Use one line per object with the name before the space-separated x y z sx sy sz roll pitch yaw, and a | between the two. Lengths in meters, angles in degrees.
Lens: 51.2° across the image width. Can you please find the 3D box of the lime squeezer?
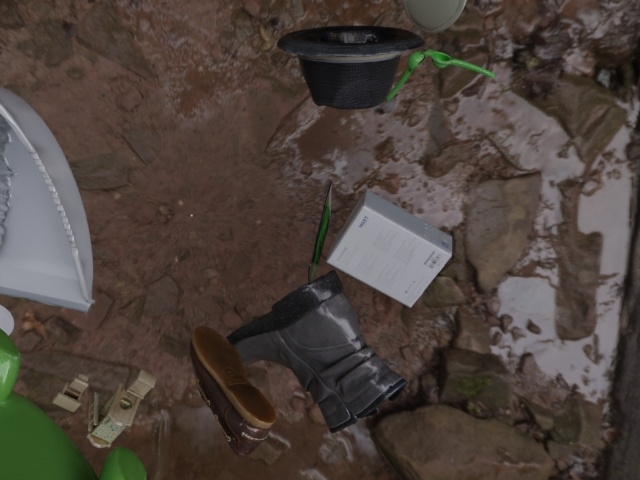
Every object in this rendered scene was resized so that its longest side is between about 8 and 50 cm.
lime squeezer | 0.292 -0.445 1.740 0.059 0.311 0.109 -22 104 -54

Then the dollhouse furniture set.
dollhouse furniture set | -0.485 0.351 1.471 0.161 0.101 0.182 33 122 -19

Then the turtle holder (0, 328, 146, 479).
turtle holder | -0.243 0.218 0.407 0.320 0.243 0.227 35 99 -2

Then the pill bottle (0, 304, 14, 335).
pill bottle | -0.652 0.195 1.248 0.108 0.108 0.180 42 119 -10

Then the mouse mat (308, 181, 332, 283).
mouse mat | 0.000 0.000 1.268 0.007 0.152 0.189 11 66 5

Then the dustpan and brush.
dustpan and brush | -0.194 -0.064 0.349 0.147 0.060 0.211 9 104 13

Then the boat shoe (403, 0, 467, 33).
boat shoe | 0.212 -0.450 1.071 0.109 0.305 0.091 33 73 5

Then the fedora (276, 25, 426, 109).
fedora | 0.066 -0.369 1.439 0.334 0.334 0.152 -5 115 -11

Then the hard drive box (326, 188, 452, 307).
hard drive box | 0.159 0.021 1.543 0.232 0.089 0.181 29 121 -6

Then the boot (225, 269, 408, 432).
boot | -0.028 0.207 1.054 0.118 0.338 0.222 -27 83 -37

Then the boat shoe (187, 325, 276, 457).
boat shoe | -0.137 0.204 0.920 0.073 0.207 0.073 14 114 -40
